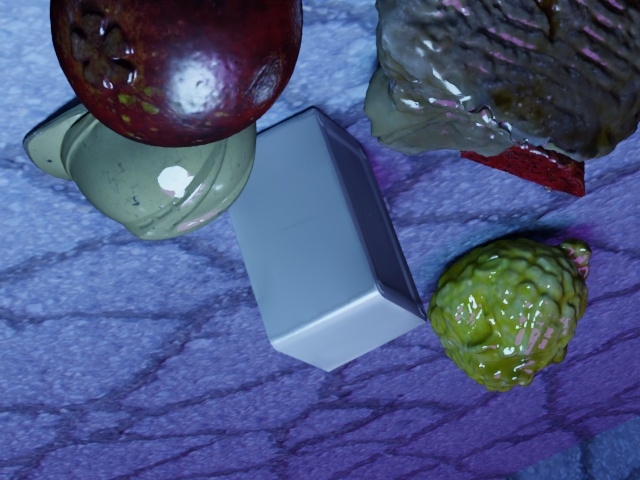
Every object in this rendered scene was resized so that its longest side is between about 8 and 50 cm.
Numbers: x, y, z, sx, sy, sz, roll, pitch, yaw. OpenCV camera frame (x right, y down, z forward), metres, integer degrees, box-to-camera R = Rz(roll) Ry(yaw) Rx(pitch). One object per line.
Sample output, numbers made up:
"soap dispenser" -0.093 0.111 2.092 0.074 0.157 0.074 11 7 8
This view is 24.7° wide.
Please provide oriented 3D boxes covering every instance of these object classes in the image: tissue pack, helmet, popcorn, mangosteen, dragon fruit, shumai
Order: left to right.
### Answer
"helmet" -0.167 -0.070 1.509 0.257 0.137 0.204 -26 156 20
"mangosteen" -0.101 -0.196 1.227 0.215 0.215 0.257 -42 178 44
"tissue pack" 0.001 0.000 1.649 0.136 0.246 0.159 -26 155 17
"shumai" 0.168 -0.196 1.506 0.346 0.217 0.283 8 179 -27
"popcorn" 0.293 0.095 2.145 0.251 0.206 0.237 -31 143 -13
"dragon fruit" 0.256 -0.118 1.742 0.162 0.083 0.106 24 168 7
